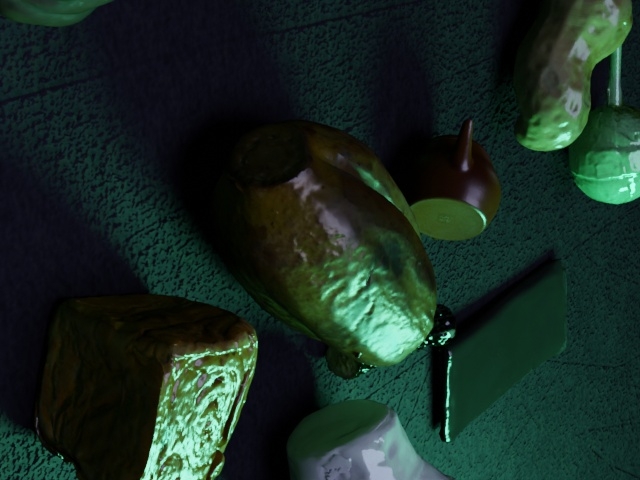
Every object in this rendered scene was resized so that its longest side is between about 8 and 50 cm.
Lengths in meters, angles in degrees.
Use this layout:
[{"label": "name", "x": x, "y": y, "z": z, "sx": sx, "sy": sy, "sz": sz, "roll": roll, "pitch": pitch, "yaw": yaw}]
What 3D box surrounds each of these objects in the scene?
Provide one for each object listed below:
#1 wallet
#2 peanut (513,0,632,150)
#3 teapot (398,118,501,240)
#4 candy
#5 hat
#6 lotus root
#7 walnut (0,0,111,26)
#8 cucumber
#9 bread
[{"label": "wallet", "x": 0.236, "y": 0.136, "z": 1.765, "sx": 0.285, "sy": 0.030, "sz": 0.146, "roll": -31, "pitch": 126, "yaw": -43}, {"label": "peanut", "x": 0.287, "y": -0.230, "z": 1.593, "sx": 0.101, "sy": 0.117, "sz": 0.263, "roll": 19, "pitch": 94, "yaw": -60}, {"label": "teapot", "x": 0.141, "y": -0.064, "z": 1.496, "sx": 0.116, "sy": 0.116, "sz": 0.173, "roll": -49, "pitch": 165, "yaw": -27}, {"label": "candy", "x": 0.366, "y": -0.259, "z": 1.712, "sx": 0.119, "sy": 0.119, "sz": 0.440, "roll": -22, "pitch": 115, "yaw": -46}, {"label": "hat", "x": 0.038, "y": 0.245, "z": 1.457, "sx": 0.203, "sy": 0.203, "sz": 0.126, "roll": -31, "pitch": 111, "yaw": -41}, {"label": "lotus root", "x": 0.007, "y": -0.006, "z": 1.280, "sx": 0.193, "sy": 0.193, "sz": 0.291, "roll": -60, "pitch": 139, "yaw": -14}, {"label": "walnut", "x": -0.169, "y": -0.256, "z": 0.920, "sx": 0.224, "sy": 0.224, "sz": 0.224, "roll": -26, "pitch": 125, "yaw": -44}, {"label": "cucumber", "x": 0.083, "y": 0.106, "z": 1.529, "sx": 0.187, "sy": 0.058, "sz": 0.058, "roll": -15, "pitch": 117, "yaw": -50}, {"label": "bread", "x": -0.146, "y": 0.130, "z": 1.170, "sx": 0.149, "sy": 0.143, "sz": 0.158, "roll": -10, "pitch": 117, "yaw": -50}]
